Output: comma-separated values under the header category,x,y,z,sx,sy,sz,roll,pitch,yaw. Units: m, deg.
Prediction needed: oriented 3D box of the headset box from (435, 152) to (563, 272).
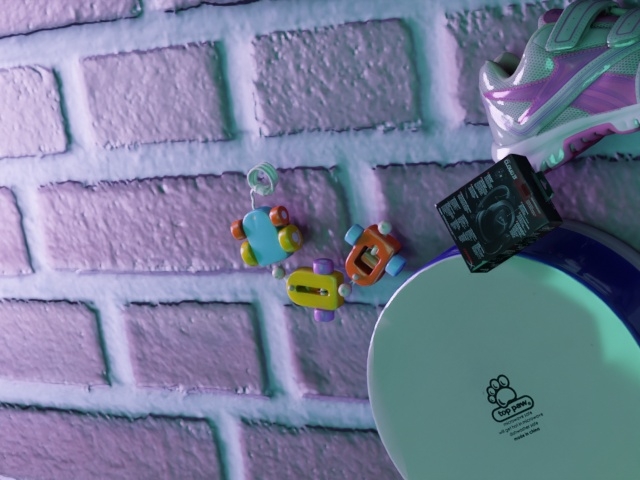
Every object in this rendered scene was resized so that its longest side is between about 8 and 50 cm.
category,x,y,z,sx,sy,sz,roll,pitch,yaw
headset box,0.138,-0.022,1.004,0.083,0.032,0.062,-36,71,26

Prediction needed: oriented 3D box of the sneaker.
category,x,y,z,sx,sy,sz,roll,pitch,yaw
sneaker,0.215,-0.134,0.994,0.252,0.103,0.111,-26,92,35

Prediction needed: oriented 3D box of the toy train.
category,x,y,z,sx,sy,sz,roll,pitch,yaw
toy train,0.000,0.000,1.212,0.166,0.046,0.125,34,119,16

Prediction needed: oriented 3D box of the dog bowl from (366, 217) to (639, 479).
category,x,y,z,sx,sy,sz,roll,pitch,yaw
dog bowl,0.175,0.119,1.098,0.265,0.104,0.264,10,110,30
